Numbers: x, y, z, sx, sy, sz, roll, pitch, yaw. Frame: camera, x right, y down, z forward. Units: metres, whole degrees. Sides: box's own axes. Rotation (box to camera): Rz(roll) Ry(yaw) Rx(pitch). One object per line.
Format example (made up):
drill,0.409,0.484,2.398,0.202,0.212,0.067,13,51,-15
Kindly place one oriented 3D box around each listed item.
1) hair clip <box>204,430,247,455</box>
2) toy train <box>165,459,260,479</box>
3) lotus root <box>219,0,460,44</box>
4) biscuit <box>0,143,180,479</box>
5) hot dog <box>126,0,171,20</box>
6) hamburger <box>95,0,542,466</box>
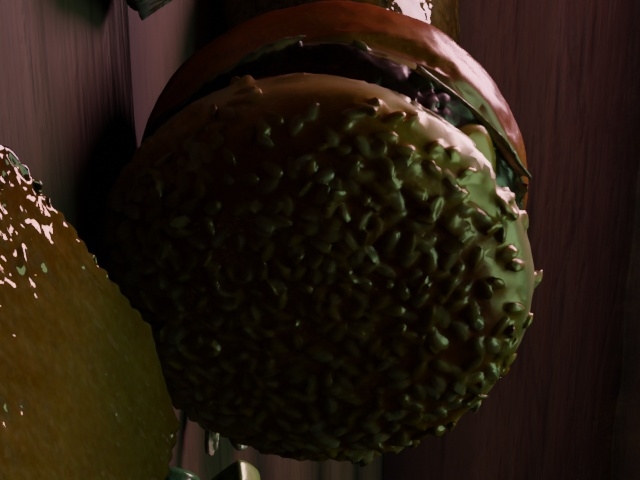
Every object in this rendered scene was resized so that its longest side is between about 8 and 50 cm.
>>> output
hair clip,-0.102,0.098,1.708,0.062,0.056,0.214,-11,97,-66
toy train,-0.085,0.312,1.388,0.237,0.150,0.369,37,27,-30
lotus root,0.016,-0.208,1.767,0.346,0.250,0.250,-59,152,-68
biscuit,-0.153,0.092,1.036,0.237,0.013,0.232,56,30,-36
hot dog,-0.131,-0.216,1.257,0.191,0.059,0.108,54,38,-81
hamburger,0.000,0.000,1.363,0.250,0.330,0.330,-87,177,-60
